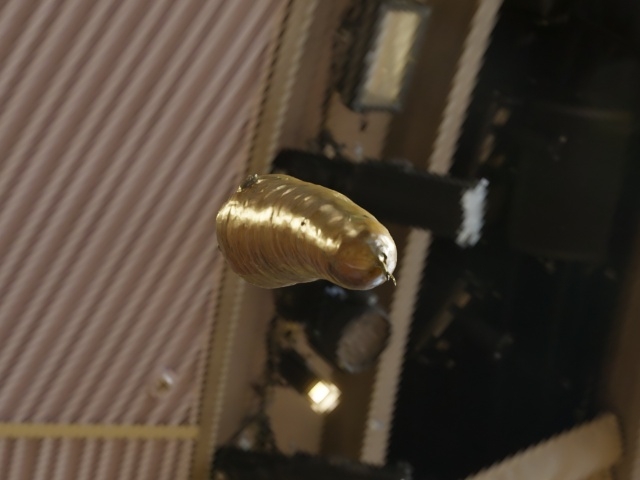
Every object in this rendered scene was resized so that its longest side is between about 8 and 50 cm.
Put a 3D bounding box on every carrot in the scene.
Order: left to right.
[{"bbox_3d":[0.000,0.000,0.978,0.078,0.298,0.078,-1,-86,-16],"label":"carrot"}]
